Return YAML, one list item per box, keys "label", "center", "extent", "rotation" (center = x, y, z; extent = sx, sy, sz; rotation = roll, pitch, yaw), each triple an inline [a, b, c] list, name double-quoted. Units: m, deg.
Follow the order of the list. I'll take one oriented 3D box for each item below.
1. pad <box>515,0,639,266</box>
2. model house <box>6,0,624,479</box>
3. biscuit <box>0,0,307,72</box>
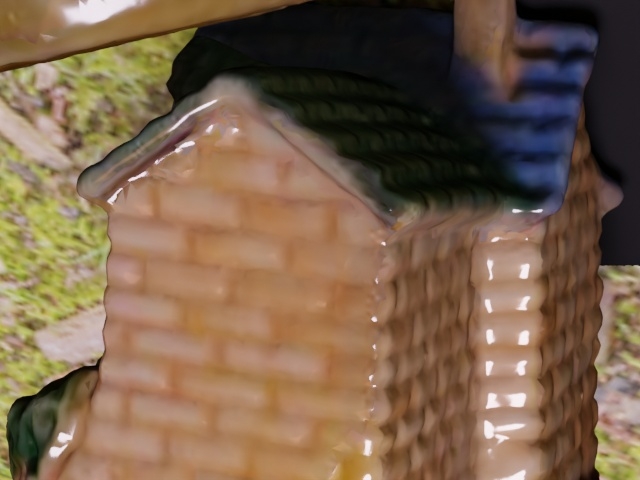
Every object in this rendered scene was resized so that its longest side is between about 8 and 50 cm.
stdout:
- label: "pad"
  center: [0.176, -0.056, 0.592]
  extent: [0.267, 0.004, 0.181]
  rotation: [-1, 134, 22]
- label: "model house"
  center: [0.000, 0.000, 0.600]
  extent: [0.167, 0.183, 0.172]
  rotation: [9, 100, 20]
- label: "biscuit"
  center: [-0.213, -0.050, 0.492]
  extent: [0.368, 0.394, 0.076]
  rotation: [3, 107, 63]
